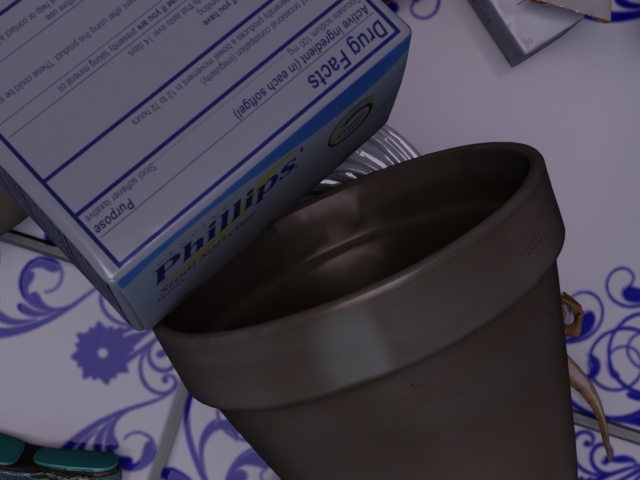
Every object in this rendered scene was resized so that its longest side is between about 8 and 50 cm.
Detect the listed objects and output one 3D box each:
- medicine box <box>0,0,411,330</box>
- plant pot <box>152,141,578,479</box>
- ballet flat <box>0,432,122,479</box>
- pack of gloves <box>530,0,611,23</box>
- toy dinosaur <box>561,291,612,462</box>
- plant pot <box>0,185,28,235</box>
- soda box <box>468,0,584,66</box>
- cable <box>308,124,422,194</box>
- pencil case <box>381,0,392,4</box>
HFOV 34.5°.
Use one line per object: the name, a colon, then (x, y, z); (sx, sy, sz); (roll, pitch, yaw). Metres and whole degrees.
medicine box: (-0.131, -0.132, 0.743); (0.263, 0.149, 0.289); (-42, 80, -14)
plant pot: (0.072, 0.112, 0.824); (0.323, 0.323, 0.280); (-26, 104, -1)
ballet flat: (-0.290, 0.230, 1.008); (0.188, 0.070, 0.070); (11, 89, 3)
pack of gloves: (0.306, -0.300, 1.024); (0.195, 0.046, 0.232); (14, 70, -5)
toy dinosaur: (0.224, 0.111, 1.027); (0.211, 0.064, 0.112); (30, 107, 9)
plant pot: (-0.353, -0.145, 0.902); (0.284, 0.191, 0.284); (5, 75, -18)
soda box: (0.167, -0.285, 1.021); (0.074, 0.069, 0.216); (-33, 89, -2)
cable: (0.000, 0.000, 1.003); (0.257, 0.089, 0.257); (11, 88, 0)
pencil case: (-0.050, -0.213, 0.941); (0.386, 0.167, 0.160); (-41, 127, -11)
